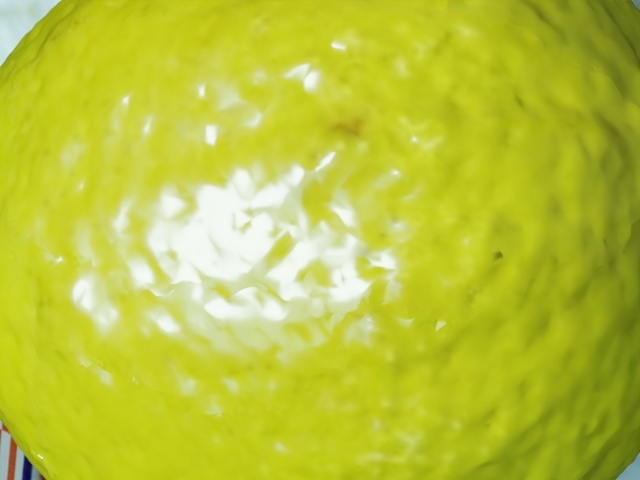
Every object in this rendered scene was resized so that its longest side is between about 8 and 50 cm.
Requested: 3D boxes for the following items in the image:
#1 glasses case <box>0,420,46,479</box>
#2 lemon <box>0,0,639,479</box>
[{"bbox_3d":[-0.117,0.096,0.596,0.073,0.049,0.194,24,118,24],"label":"glasses case"},{"bbox_3d":[0.002,-0.002,0.418,0.193,0.180,0.180,-40,85,35],"label":"lemon"}]
